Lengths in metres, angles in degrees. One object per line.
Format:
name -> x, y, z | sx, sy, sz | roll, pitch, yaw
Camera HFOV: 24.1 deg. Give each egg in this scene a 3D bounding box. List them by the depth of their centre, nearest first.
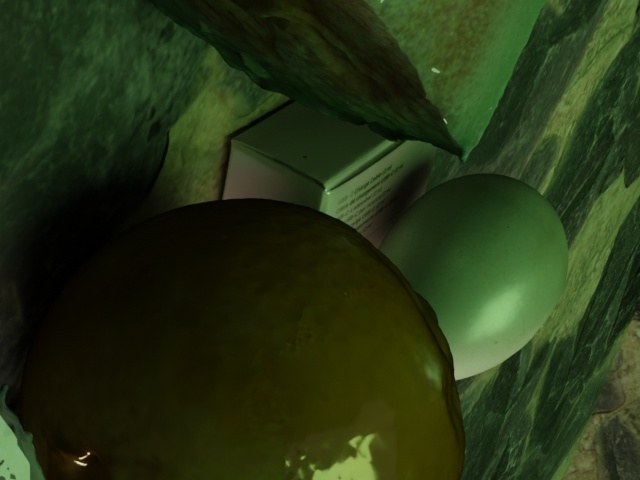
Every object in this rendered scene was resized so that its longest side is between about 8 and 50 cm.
egg -> 0.119, 0.033, 1.256 | 0.209, 0.151, 0.151 | -43, 152, -30

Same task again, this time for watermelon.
watermelon -> -0.003, -0.196, 0.840 | 0.151, 0.264, 0.302 | -58, 155, -11

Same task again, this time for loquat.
loquat -> -0.052, 0.127, 1.046 | 0.328, 0.328, 0.328 | -48, 155, -31

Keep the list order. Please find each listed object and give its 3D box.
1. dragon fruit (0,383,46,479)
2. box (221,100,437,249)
dragon fruit -> -0.284, 0.152, 0.734 | 0.283, 0.204, 0.221 | -12, 100, -43
box -> 0.000, 0.000, 1.289 | 0.203, 0.106, 0.251 | -36, 148, -47
